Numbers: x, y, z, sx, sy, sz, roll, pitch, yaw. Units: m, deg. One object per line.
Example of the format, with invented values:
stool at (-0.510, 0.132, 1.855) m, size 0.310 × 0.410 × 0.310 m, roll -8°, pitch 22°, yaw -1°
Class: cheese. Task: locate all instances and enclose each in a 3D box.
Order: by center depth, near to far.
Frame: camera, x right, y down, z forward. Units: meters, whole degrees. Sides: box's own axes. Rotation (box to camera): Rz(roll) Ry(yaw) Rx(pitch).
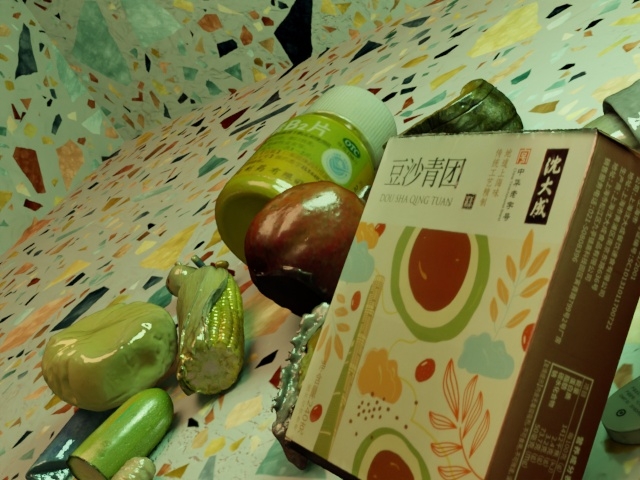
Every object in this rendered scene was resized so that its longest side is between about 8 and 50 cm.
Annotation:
cheese at (-0.363, 0.191, 1.624) m, size 0.214 × 0.117 × 0.226 m, roll 9°, pitch 36°, yaw 43°

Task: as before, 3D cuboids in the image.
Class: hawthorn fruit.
hawthorn fruit at (0.000, 0.000, 1.490) m, size 0.250 × 0.215 × 0.215 m, roll -49°, pitch 23°, yaw -9°

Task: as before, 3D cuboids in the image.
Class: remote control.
remote control at (0.385, 0.122, 0.924) m, size 0.245 × 0.022 × 0.077 m, roll -34°, pitch 18°, yaw 2°

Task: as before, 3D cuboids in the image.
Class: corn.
corn at (-0.191, 0.147, 1.580) m, size 0.123 × 0.122 × 0.305 m, roll -32°, pitch 22°, yaw 8°

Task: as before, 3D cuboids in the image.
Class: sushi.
sushi at (0.041, 0.170, 1.208) m, size 0.161 × 0.107 × 0.241 m, roll -19°, pitch 33°, yaw 35°

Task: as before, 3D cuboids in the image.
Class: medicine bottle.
medicine bottle at (-0.013, -0.121, 1.773) m, size 0.224 × 0.224 × 0.384 m, roll -14°, pitch 27°, yaw 42°

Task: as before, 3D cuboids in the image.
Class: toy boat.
toy boat at (0.391, -0.123, 1.354) m, size 0.293 × 0.111 × 0.276 m, roll -33°, pitch 11°, yaw 31°

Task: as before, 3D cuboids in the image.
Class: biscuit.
biscuit at (-0.299, 0.389, 1.300) m, size 0.061 × 0.055 × 0.219 m, roll -30°, pitch 18°, yaw 40°

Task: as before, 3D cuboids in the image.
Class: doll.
doll at (-0.253, 0.081, 1.887) m, size 0.088 × 0.102 × 0.179 m, roll 6°, pitch -17°, yaw -43°

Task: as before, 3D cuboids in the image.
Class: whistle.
whistle at (-0.392, 0.304, 1.620) m, size 0.062 × 0.062 × 0.304 m, roll -17°, pitch 27°, yaw 38°

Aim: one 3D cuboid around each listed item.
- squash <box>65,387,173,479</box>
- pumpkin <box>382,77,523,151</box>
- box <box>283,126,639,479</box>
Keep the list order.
squash at (-0.293, 0.297, 1.448) m, size 0.095 × 0.095 × 0.188 m, roll -11°, pitch 30°, yaw 46°
pumpkin at (0.250, -0.191, 1.673) m, size 0.248 × 0.131 × 0.126 m, roll -42°, pitch 22°, yaw -16°
box at (0.143, 0.087, 0.974) m, size 0.344 × 0.122 × 0.385 m, roll 9°, pitch 78°, yaw 61°
